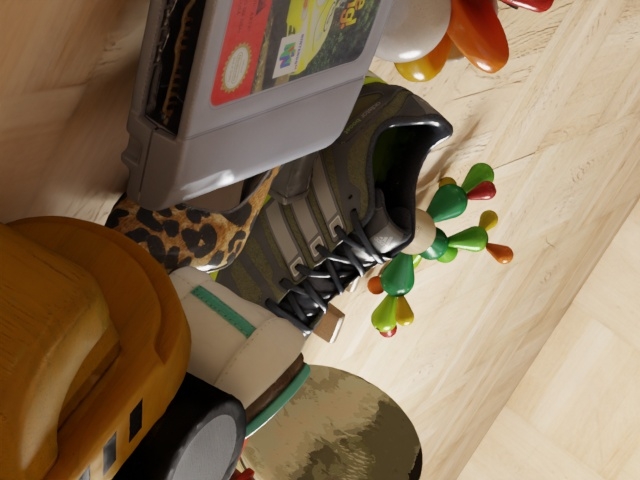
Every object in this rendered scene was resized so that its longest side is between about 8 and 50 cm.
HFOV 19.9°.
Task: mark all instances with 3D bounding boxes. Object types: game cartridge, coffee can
[{"bbox_3d":[-0.020,-0.169,1.116,0.196,0.060,0.294,-29,142,-49],"label":"game cartridge"},{"bbox_3d":[-0.030,0.295,1.933,0.201,0.201,0.275,-38,158,-45],"label":"coffee can"}]

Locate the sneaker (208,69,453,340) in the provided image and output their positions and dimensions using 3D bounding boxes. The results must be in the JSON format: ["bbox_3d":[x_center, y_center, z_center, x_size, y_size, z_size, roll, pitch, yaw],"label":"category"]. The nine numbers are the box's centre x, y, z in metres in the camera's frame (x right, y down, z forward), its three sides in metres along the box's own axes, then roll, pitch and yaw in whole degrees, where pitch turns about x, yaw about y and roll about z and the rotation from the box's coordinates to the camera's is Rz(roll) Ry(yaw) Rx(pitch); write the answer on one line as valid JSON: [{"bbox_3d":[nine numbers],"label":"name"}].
[{"bbox_3d":[0.000,0.000,1.420,0.111,0.121,0.300,31,80,-45],"label":"sneaker"}]

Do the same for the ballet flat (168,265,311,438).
[{"bbox_3d":[-0.147,0.123,1.316,0.139,0.139,0.400,-41,-179,-39],"label":"ballet flat"}]

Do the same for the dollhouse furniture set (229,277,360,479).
[{"bbox_3d":[-0.077,0.139,1.576,0.262,0.135,0.259,-40,160,-40],"label":"dollhouse furniture set"}]

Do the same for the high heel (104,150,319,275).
[{"bbox_3d":[-0.063,-0.084,1.256,0.261,0.093,0.186,-32,145,-53],"label":"high heel"}]

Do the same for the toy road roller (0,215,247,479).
[{"bbox_3d":[-0.212,0.123,1.050,0.329,0.202,0.241,-52,153,-24],"label":"toy road roller"}]

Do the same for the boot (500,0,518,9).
[{"bbox_3d":[0.171,-0.279,1.548,0.137,0.077,0.198,-60,177,5],"label":"boot"}]

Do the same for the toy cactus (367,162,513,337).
[{"bbox_3d":[0.115,0.008,1.961,0.219,0.112,0.180,-46,156,6],"label":"toy cactus"}]

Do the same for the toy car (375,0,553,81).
[{"bbox_3d":[0.100,-0.204,1.287,0.159,0.136,0.182,-15,104,-65],"label":"toy car"}]
